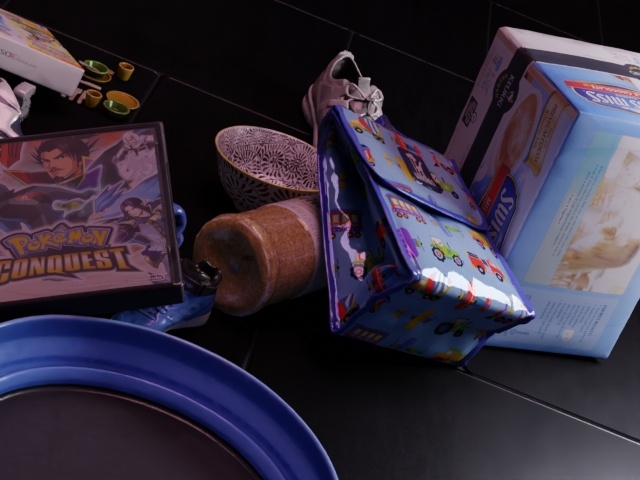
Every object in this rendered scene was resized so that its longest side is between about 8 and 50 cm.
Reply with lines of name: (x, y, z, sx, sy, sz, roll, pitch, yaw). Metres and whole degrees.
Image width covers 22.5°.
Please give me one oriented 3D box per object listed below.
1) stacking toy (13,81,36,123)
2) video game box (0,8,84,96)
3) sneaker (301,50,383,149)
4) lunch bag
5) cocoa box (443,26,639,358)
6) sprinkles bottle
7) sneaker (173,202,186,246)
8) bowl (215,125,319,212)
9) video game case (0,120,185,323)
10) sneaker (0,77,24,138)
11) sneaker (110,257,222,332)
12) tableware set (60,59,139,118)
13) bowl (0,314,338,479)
stacking toy: (-0.471, -0.178, 1.984, 0.167, 0.052, 0.221, 25, 25, 6)
video game box: (-0.432, -0.272, 2.124, 0.205, 0.048, 0.187, 21, 16, -34)
sneaker: (0.044, -0.180, 2.335, 0.105, 0.115, 0.281, 9, 30, -27)
lunch bag: (0.101, -0.021, 1.915, 0.221, 0.138, 0.293, 18, 46, -42)
cocoa box: (0.300, -0.056, 2.051, 0.231, 0.347, 0.228, 8, 30, -26)
sprinkles bottle: (0.000, 0.000, 1.961, 0.121, 0.121, 0.355, 37, 30, 25)
sneaker: (-0.206, -0.021, 1.798, 0.131, 0.112, 0.296, -12, 35, 10)
bowl: (-0.066, -0.074, 2.085, 0.170, 0.080, 0.170, 16, 26, -8)
video game case: (-0.289, -0.018, 1.673, 0.274, 0.035, 0.248, -7, 46, -5)
sneaker: (-0.390, -0.072, 1.810, 0.153, 0.094, 0.235, -17, 71, -28)
sneaker: (-0.165, 0.061, 1.751, 0.058, 0.085, 0.152, 38, 30, 27)
tableware set: (-0.294, -0.215, 2.230, 0.104, 0.024, 0.154, 23, 26, -3)
bowl: (-0.174, 0.213, 1.473, 0.391, 0.077, 0.391, 19, 26, -10)
